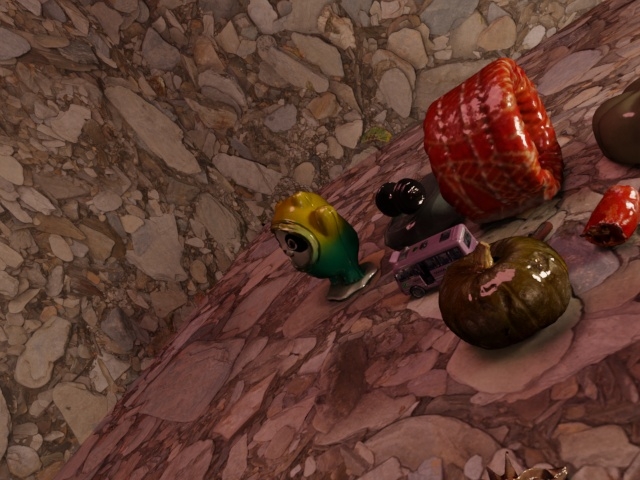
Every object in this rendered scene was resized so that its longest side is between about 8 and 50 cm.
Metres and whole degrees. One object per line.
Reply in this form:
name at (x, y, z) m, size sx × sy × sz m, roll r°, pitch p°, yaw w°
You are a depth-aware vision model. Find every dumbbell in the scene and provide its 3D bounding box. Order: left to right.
dumbbell at (0.214, -0.115, 1.197) m, size 0.099 × 0.099 × 0.208 m, roll -43°, pitch 14°, yaw -19°

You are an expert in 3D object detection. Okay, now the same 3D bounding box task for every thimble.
thimble at (0.416, -0.226, 1.059) m, size 0.231 × 0.350 × 0.350 m, roll -22°, pitch 21°, yaw 42°

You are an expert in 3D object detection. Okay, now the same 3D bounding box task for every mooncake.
mooncake at (0.699, -0.270, 0.895) m, size 0.275 × 0.135 × 0.275 m, roll -36°, pitch 10°, yaw 7°

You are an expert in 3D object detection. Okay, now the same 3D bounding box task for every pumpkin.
pumpkin at (0.297, 0.074, 0.739) m, size 0.219 × 0.162 × 0.219 m, roll -32°, pitch 12°, yaw 8°

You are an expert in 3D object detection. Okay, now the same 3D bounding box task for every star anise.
star anise at (0.203, 0.289, 0.486) m, size 0.129 × 0.056 × 0.124 m, roll -11°, pitch 24°, yaw 30°

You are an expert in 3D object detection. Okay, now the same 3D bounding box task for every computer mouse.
computer mouse at (0.309, -0.081, 1.285) m, size 0.203 × 0.114 × 0.374 m, roll -26°, pitch 20°, yaw 47°

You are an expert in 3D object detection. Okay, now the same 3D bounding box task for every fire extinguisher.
fire extinguisher at (0.433, -0.002, 0.902) m, size 0.100 × 0.032 × 0.046 m, roll -39°, pitch 23°, yaw -28°

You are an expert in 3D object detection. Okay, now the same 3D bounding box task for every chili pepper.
chili pepper at (0.513, -0.044, 0.766) m, size 0.071 × 0.073 × 0.123 m, roll 28°, pitch 61°, yaw 28°

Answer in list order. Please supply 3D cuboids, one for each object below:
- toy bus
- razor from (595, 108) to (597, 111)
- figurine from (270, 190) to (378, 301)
toy bus at (0.260, 0.048, 1.012) m, size 0.199 × 0.108 × 0.096 m, roll -28°, pitch 17°, yaw 35°
razor at (0.786, -0.342, 1.123) m, size 0.084 × 0.035 × 0.211 m, roll -15°, pitch 6°, yaw -7°
figurine at (0.000, 0.000, 1.336) m, size 0.231 × 0.340 × 0.324 m, roll -45°, pitch 17°, yaw -25°
